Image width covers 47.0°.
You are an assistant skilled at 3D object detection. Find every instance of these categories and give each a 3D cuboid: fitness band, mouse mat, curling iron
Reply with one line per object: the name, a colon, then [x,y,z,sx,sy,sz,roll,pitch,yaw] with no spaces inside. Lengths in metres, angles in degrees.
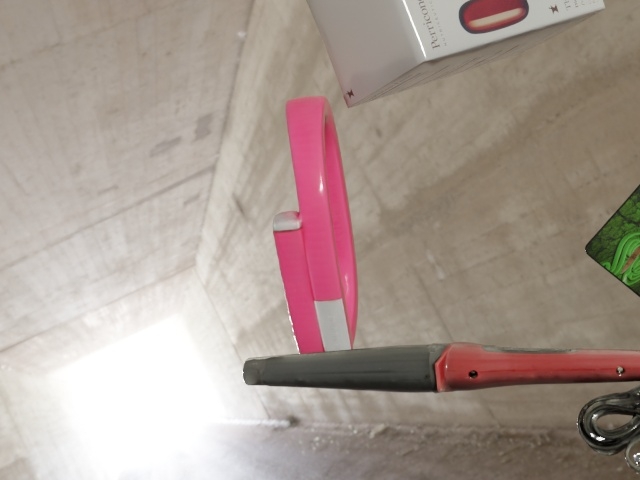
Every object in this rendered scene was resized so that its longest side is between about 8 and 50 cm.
fitness band: [0.000,0.000,0.747,0.054,0.291,0.209,-5,30,7]
mouse mat: [0.579,-0.006,1.283,0.190,0.152,0.007,-54,-23,19]
curling iron: [0.081,0.087,0.430,0.273,0.068,0.035,4,-20,16]

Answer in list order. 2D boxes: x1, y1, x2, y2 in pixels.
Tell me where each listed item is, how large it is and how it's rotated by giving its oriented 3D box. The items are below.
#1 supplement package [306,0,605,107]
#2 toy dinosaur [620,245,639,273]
supplement package: [0.129,-0.237,0.714,0.244,0.139,0.134,-24,3,-30]
toy dinosaur: [0.403,0.002,0.777,0.211,0.064,0.112,7,16,-3]
